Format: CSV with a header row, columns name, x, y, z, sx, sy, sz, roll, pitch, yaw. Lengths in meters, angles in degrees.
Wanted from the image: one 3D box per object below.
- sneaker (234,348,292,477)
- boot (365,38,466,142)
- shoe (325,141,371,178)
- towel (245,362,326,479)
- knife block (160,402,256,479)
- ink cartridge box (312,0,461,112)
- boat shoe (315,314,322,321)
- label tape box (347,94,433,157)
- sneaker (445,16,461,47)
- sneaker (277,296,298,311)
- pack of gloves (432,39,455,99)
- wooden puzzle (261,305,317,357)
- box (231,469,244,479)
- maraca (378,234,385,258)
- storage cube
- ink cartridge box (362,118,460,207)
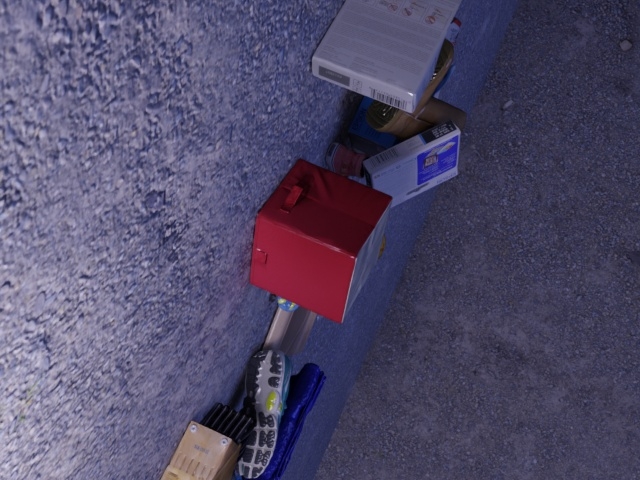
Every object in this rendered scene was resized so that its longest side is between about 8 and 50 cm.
name,x,y,z,sx,sy,sz,roll,pitch,yaw
sneaker,-0.111,0.371,1.970,0.110,0.107,0.276,32,71,-62
boot,0.232,-0.288,1.906,0.236,0.089,0.269,-45,151,20
shoe,0.065,-0.155,1.959,0.064,0.081,0.178,-65,168,-6
towel,-0.090,0.465,2.296,0.308,0.076,0.228,-62,-175,-24
knife block,-0.221,0.446,1.787,0.242,0.088,0.276,81,33,-67
ink cartridge box,0.117,-0.347,1.578,0.066,0.189,0.232,93,22,-59
boat shoe,0.012,0.185,2.460,0.100,0.035,0.035,-55,163,-48
label tape box,0.176,-0.280,2.148,0.348,0.115,0.249,65,49,-75
sneaker,0.290,-0.485,2.325,0.270,0.090,0.145,-13,122,-79
sneaker,-0.047,0.057,1.940,0.078,0.067,0.188,-167,-82,-81
pack of gloves,0.248,-0.309,2.032,0.195,0.046,0.232,-56,161,-40
wooden puzzle,-0.065,0.178,2.116,0.221,0.044,0.238,-69,164,10
box,-0.208,0.513,2.056,0.220,0.051,0.175,93,22,-58
maraca,0.094,0.031,2.409,0.185,0.099,0.127,-38,155,-11
storage cube,0.000,0.000,1.693,0.215,0.193,0.184,102,16,-46
ink cartridge box,0.194,-0.152,1.950,0.206,0.045,0.208,-27,157,-4
